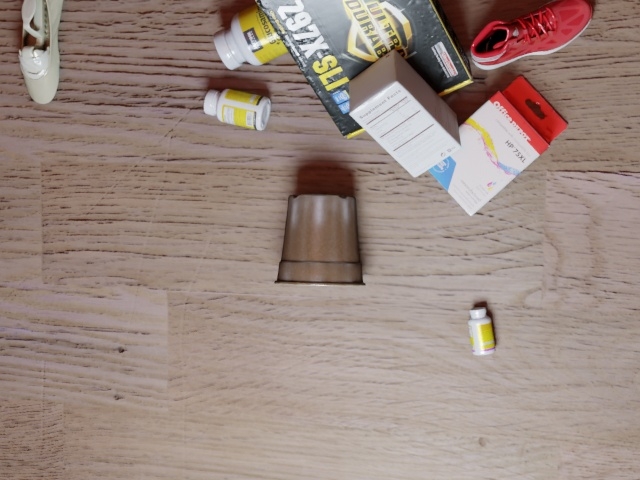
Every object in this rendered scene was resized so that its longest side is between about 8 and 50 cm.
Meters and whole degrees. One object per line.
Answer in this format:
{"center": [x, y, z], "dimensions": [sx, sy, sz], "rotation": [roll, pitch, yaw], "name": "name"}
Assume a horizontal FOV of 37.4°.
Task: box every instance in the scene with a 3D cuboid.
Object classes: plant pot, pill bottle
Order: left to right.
{"center": [-0.157, -0.250, 1.778], "dimensions": [0.116, 0.065, 0.065], "rotation": [14, 99, 11], "name": "pill bottle"}
{"center": [-0.099, -0.384, 1.731], "dimensions": [0.184, 0.103, 0.103], "rotation": [-23, 90, 14], "name": "pill bottle"}
{"center": [0.000, 0.000, 1.728], "dimensions": [0.167, 0.167, 0.165], "rotation": [0, 88, 13], "name": "plant pot"}
{"center": [0.294, 0.165, 1.729], "dimensions": [0.043, 0.043, 0.083], "rotation": [-8, 94, 14], "name": "pill bottle"}

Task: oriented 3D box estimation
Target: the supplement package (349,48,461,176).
{"center": [0.144, -0.216, 1.615], "dimensions": [0.105, 0.105, 0.179], "rotation": [-33, 123, 28], "name": "supplement package"}

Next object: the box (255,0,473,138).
{"center": [0.078, -0.358, 1.614], "dimensions": [0.257, 0.079, 0.322], "rotation": [-21, 127, 20], "name": "box"}

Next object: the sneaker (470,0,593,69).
{"center": [0.360, -0.354, 1.615], "dimensions": [0.221, 0.128, 0.087], "rotation": [-26, 90, 16], "name": "sneaker"}

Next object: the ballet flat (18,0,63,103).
{"center": [-0.556, -0.393, 1.847], "dimensions": [0.086, 0.086, 0.248], "rotation": [6, 97, 12], "name": "ballet flat"}

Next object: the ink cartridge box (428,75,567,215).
{"center": [0.310, -0.169, 1.672], "dimensions": [0.231, 0.078, 0.134], "rotation": [-43, 86, 13], "name": "ink cartridge box"}
